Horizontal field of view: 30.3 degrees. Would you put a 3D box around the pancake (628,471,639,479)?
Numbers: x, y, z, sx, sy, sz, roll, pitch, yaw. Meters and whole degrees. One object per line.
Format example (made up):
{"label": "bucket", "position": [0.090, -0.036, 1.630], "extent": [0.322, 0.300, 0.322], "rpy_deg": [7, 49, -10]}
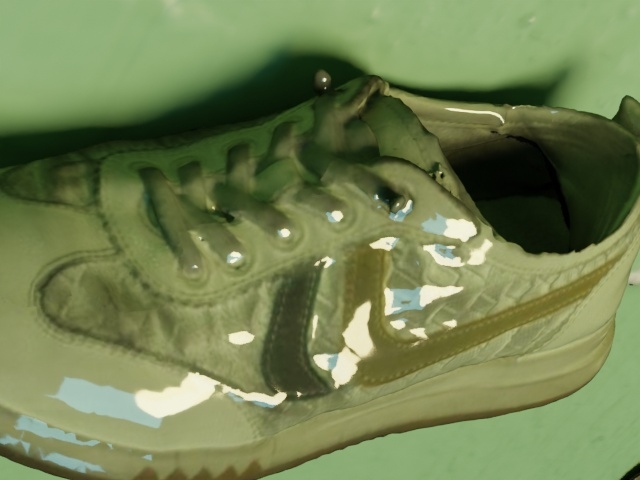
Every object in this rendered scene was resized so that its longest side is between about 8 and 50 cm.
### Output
{"label": "pancake", "position": [0.243, 0.175, 0.763], "extent": [0.184, 0.020, 0.190], "rpy_deg": [-37, 140, 9]}

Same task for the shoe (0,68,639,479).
{"label": "shoe", "position": [0.000, 0.000, 0.373], "extent": [0.275, 0.103, 0.098], "rpy_deg": [-6, 135, -34]}
